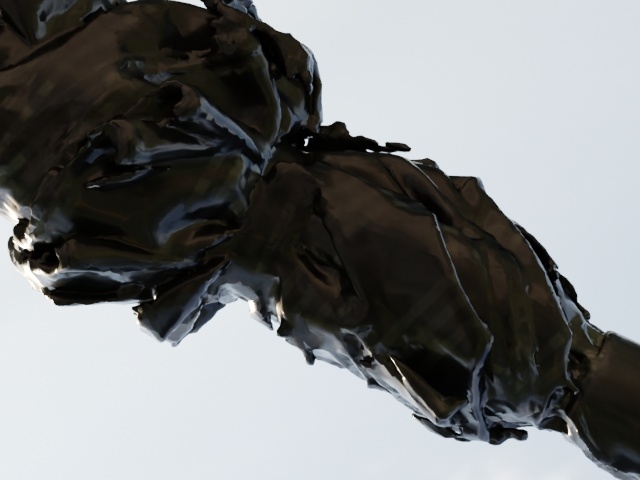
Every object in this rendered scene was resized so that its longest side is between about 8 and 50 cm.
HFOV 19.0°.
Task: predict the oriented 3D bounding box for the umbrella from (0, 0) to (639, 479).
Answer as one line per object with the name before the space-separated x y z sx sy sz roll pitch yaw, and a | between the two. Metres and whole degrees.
umbrella | -0.008 0.006 0.767 0.154 0.337 0.128 -46 166 -32
